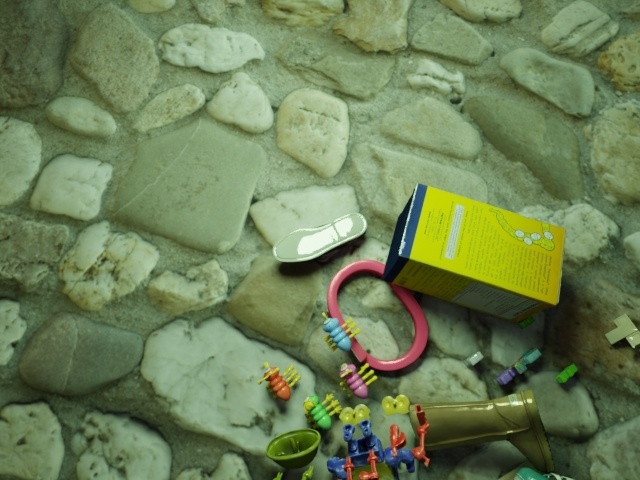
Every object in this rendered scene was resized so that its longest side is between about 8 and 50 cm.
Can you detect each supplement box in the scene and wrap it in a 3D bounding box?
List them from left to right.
[{"bbox_3d":[0.355,0.036,1.112,0.356,0.194,0.195,18,68,2],"label":"supplement box"}]

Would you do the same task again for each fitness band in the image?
[{"bbox_3d":[0.141,0.188,1.178,0.209,0.054,0.291,-31,76,-9],"label":"fitness band"}]

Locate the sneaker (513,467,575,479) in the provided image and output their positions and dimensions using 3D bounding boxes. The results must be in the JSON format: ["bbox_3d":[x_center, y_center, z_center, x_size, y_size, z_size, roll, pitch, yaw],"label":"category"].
[{"bbox_3d":[0.564,0.541,0.967,0.302,0.108,0.121,25,77,18],"label":"sneaker"}]

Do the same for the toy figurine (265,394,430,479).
[{"bbox_3d":[0.082,0.514,1.019,0.362,0.191,0.217,-17,115,6],"label":"toy figurine"}]

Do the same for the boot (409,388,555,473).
[{"bbox_3d":[0.366,0.444,1.061,0.269,0.089,0.236,-17,108,19],"label":"boot"}]

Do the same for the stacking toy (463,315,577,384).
[{"bbox_3d":[0.481,0.305,1.132,0.221,0.052,0.167,-33,77,-9],"label":"stacking toy"}]

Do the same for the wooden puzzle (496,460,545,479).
[{"bbox_3d":[0.443,0.651,1.036,0.238,0.044,0.221,-28,75,-5],"label":"wooden puzzle"}]

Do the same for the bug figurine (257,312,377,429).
[{"bbox_3d":[0.000,0.318,1.100,0.279,0.072,0.216,-41,82,7],"label":"bug figurine"}]

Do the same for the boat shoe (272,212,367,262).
[{"bbox_3d":[0.000,0.000,1.220,0.254,0.079,0.095,-25,72,-7],"label":"boat shoe"}]

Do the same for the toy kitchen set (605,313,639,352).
[{"bbox_3d":[0.759,0.242,1.150,0.068,0.075,0.083,-43,34,27],"label":"toy kitchen set"}]
